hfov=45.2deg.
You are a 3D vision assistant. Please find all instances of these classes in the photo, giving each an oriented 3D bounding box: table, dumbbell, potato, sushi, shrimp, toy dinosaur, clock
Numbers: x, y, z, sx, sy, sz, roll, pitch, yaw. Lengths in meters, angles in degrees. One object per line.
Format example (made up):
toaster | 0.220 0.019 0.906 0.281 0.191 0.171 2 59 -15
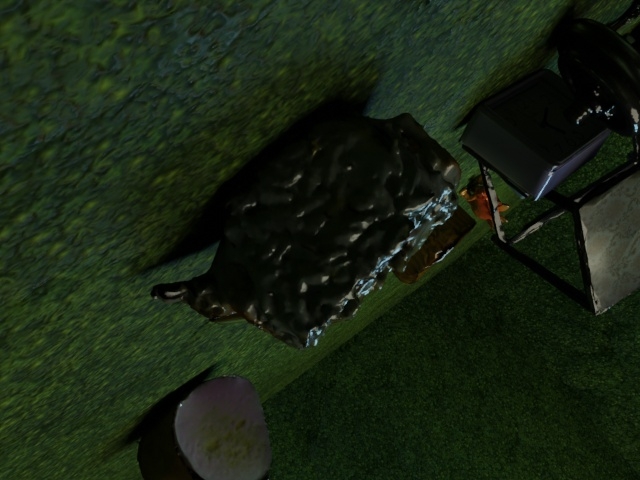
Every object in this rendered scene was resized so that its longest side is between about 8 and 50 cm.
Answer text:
table | 0.475 -0.103 1.262 0.335 0.272 0.222 -31 125 -11
dumbbell | 0.428 -0.251 0.978 0.290 0.192 0.192 -41 170 6
potato | -0.232 0.382 1.433 0.229 0.229 0.266 -29 -179 -44
sushi | 0.000 0.000 0.680 0.274 0.139 0.184 -45 168 -1
shrimp | 0.486 -0.356 1.185 0.091 0.025 0.127 -36 172 -10
toy dinosaur | 0.380 -0.079 1.755 0.070 0.117 0.288 -41 167 6
clock | 0.308 -0.155 1.087 0.193 0.144 0.073 -32 156 -37

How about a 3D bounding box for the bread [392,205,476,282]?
bread | 0.207 -0.004 1.516 0.199 0.104 0.199 -42 173 -6

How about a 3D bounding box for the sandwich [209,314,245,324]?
sandwich | -0.078 0.103 1.040 0.116 0.074 0.074 -39 169 -1

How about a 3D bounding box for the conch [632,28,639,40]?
conch | 0.631 -0.372 1.487 0.180 0.065 0.088 -37 139 -77

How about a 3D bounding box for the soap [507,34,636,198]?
soap | 0.490 -0.228 1.505 0.347 0.115 0.208 -39 169 1
